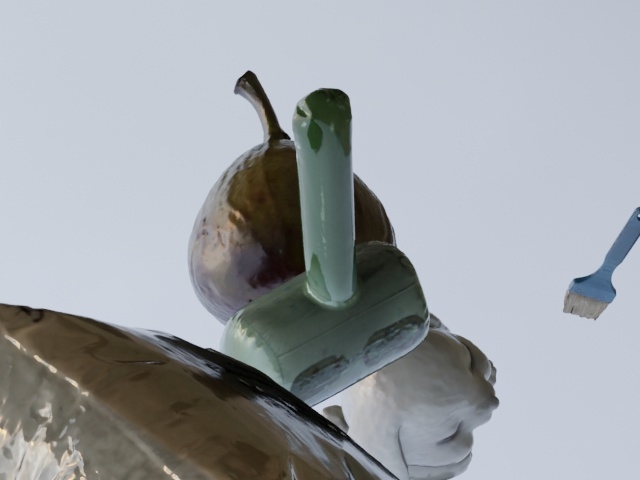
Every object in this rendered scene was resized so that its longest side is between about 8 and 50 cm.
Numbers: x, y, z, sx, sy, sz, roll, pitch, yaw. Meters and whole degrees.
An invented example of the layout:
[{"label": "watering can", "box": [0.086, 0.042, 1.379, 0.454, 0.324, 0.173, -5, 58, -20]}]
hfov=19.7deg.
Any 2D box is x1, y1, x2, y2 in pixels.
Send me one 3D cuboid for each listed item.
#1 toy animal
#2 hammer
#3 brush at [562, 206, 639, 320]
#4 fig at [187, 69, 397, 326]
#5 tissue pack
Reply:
[{"label": "toy animal", "box": [0.098, 0.190, 2.087, 0.206, 0.271, 0.265, 12, 161, 8]}, {"label": "hammer", "box": [0.000, 0.000, 1.676, 0.206, 0.335, 0.119, -28, -135, -28]}, {"label": "brush", "box": [0.303, 0.023, 1.922, 0.051, 0.164, 0.014, 15, -138, -15]}, {"label": "fig", "box": [-0.041, -0.055, 1.936, 0.217, 0.217, 0.320, 15, -128, -34]}, {"label": "tissue pack", "box": [-0.075, 0.190, 1.287, 0.390, 0.195, 0.375, 34, -172, 34]}]
